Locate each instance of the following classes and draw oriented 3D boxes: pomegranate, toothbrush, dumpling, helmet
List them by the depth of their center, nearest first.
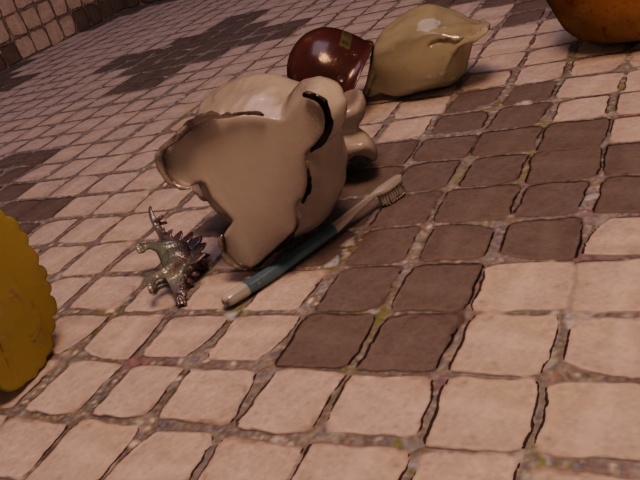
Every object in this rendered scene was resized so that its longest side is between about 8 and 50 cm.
[{"bbox_3d":[0.000,0.000,0.886,0.275,0.025,0.019,-35,25,-27],"label":"toothbrush"},{"bbox_3d":[0.459,-0.417,1.171,0.264,0.264,0.264,-14,26,7],"label":"pomegranate"},{"bbox_3d":[0.000,-0.273,1.251,0.155,0.106,0.175,-45,26,42],"label":"helmet"},{"bbox_3d":[0.167,-0.304,1.255,0.250,0.132,0.162,-15,29,45],"label":"dumpling"}]

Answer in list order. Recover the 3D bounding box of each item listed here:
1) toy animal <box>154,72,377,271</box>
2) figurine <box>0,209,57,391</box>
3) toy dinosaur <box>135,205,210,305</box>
[{"bbox_3d":[-0.038,-0.122,0.970,0.257,0.194,0.357,-21,13,23],"label":"toy animal"},{"bbox_3d":[-0.464,0.091,0.855,0.315,0.187,0.168,-15,29,26],"label":"figurine"},{"bbox_3d":[-0.177,0.015,0.938,0.082,0.039,0.209,-20,37,-12],"label":"toy dinosaur"}]
